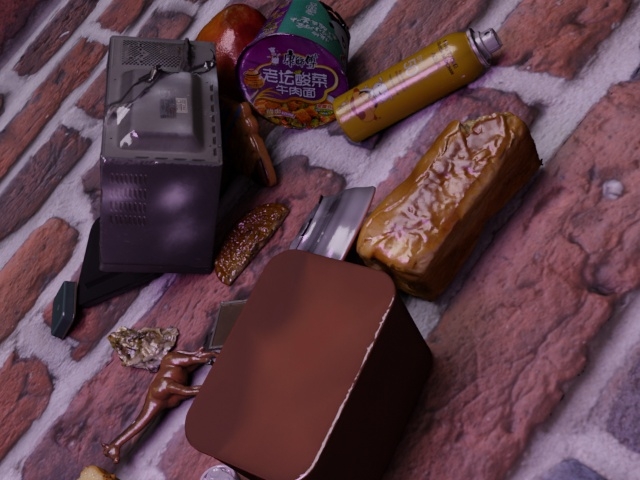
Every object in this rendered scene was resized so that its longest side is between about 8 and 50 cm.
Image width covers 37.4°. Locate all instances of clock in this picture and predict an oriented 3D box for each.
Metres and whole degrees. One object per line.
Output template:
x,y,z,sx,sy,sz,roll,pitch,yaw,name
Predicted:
-0.454,0.007,2.209,0.273,0.049,0.279,-23,44,25,clock

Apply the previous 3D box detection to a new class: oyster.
-0.371,0.221,1.950,0.165,0.053,0.108,-6,63,29,oyster

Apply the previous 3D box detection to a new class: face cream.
0.195,-0.316,1.873,0.348,0.105,0.105,-26,43,21,face cream

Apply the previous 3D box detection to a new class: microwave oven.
-0.341,-0.193,2.014,0.236,0.374,0.432,2,43,-12,microwave oven

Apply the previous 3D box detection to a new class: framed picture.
-0.139,0.156,1.811,0.149,0.011,0.109,-8,51,24,framed picture

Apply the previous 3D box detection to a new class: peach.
-0.193,-0.437,2.234,0.243,0.199,0.243,-25,60,53,peach

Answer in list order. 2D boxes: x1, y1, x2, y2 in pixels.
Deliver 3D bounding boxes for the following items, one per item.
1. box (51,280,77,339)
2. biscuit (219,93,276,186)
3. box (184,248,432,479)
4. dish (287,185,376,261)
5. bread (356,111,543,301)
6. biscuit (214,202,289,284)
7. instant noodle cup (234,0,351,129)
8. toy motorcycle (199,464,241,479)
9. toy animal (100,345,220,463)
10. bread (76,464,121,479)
-0.594,0.159,2.188,0.091,0.031,0.126,-52,32,33,box
-0.173,-0.217,2.088,0.043,0.183,0.280,-15,58,-24,biscuit
-0.004,0.227,1.448,0.239,0.229,0.339,14,66,33,box
0.000,0.000,1.674,0.260,0.085,0.260,-62,3,6,dish
0.211,-0.067,1.576,0.149,0.195,0.344,35,82,31,bread
-0.158,-0.006,1.976,0.206,0.025,0.126,-51,39,-7,biscuit
-0.044,-0.396,2.065,0.251,0.251,0.190,-17,38,30,instant noodle cup
-0.106,0.437,1.503,0.112,0.112,0.254,-49,40,-4,toy motorcycle
-0.300,0.308,1.793,0.229,0.066,0.224,-13,49,20,toy animal
-0.359,0.493,1.629,0.143,0.139,0.229,-50,32,-7,bread
